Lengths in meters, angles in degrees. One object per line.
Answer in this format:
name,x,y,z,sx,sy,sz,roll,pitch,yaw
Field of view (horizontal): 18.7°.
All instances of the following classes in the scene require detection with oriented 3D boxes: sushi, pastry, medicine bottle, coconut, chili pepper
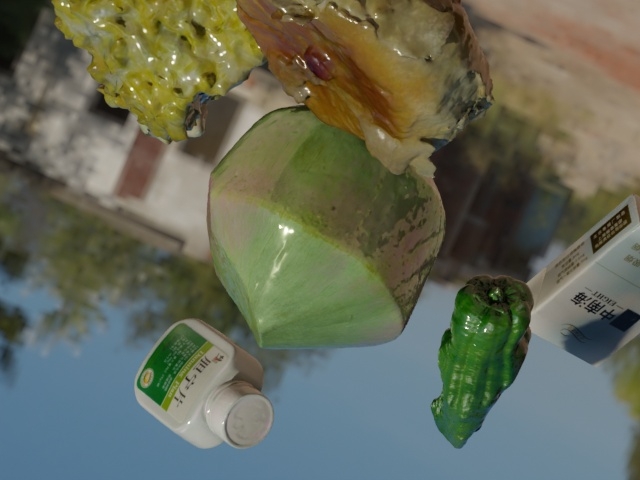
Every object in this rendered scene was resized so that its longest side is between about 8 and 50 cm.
sushi,-0.119,-0.291,2.153,0.240,0.351,0.396,47,-164,-7
pastry,0.022,-0.169,1.578,0.257,0.121,0.236,40,164,11
medicine bottle,-0.124,0.164,2.135,0.069,0.119,0.183,41,174,-38
coconut,0.000,0.000,1.748,0.204,0.236,0.236,17,180,26
chili pepper,0.155,0.128,1.945,0.083,0.099,0.253,19,146,5

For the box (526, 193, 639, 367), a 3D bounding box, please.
box,0.398,0.058,2.637,0.155,0.243,0.067,30,-144,-26
